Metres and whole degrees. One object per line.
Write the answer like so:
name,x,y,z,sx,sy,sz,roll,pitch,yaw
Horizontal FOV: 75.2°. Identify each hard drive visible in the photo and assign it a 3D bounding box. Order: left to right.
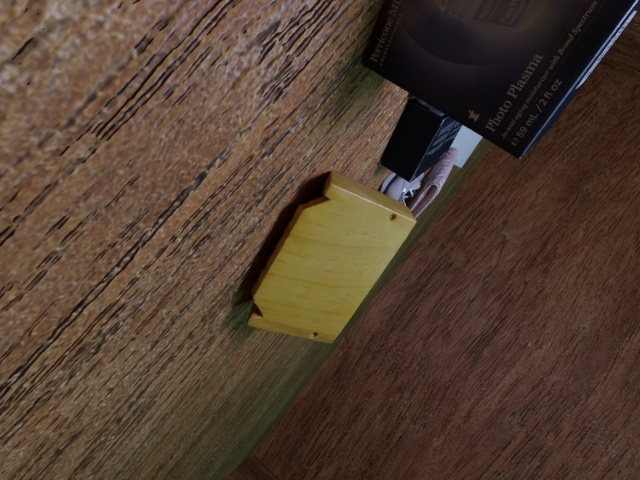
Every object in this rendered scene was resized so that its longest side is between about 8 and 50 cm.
hard drive,0.543,-0.425,1.502,0.203,0.040,0.307,10,118,-44

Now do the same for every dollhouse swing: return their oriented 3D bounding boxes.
dollhouse swing,0.000,0.000,0.982,0.315,0.305,0.347,20,113,-30

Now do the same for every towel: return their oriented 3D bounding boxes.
towel,0.336,-0.152,1.430,0.317,0.053,0.332,-53,179,40

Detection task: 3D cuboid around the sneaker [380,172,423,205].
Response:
sneaker,0.279,-0.196,1.283,0.235,0.095,0.090,-50,162,-16

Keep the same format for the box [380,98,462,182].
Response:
box,0.289,-0.288,1.103,0.261,0.103,0.184,-36,154,-46

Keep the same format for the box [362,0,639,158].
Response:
box,0.263,-0.329,0.594,0.183,0.294,0.296,-32,154,-46

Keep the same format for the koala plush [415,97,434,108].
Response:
koala plush,0.328,-0.397,0.869,0.196,0.203,0.221,-47,151,-22
